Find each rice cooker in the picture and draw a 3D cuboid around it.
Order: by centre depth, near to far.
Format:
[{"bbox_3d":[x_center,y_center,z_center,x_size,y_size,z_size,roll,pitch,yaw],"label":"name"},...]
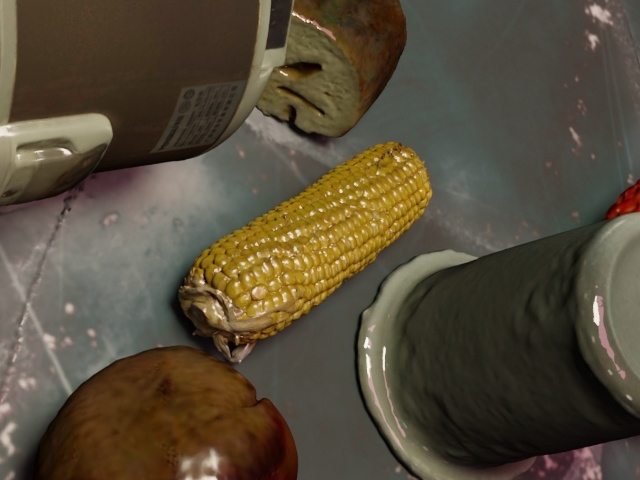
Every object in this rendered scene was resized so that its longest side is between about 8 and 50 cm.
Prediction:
[{"bbox_3d":[-0.224,-0.190,1.004,0.325,0.335,0.335,-12,83,-36],"label":"rice cooker"}]

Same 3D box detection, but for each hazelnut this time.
[{"bbox_3d":[-0.115,0.190,1.065,0.208,0.208,0.208,10,71,-31],"label":"hazelnut"}]

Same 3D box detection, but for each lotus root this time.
[{"bbox_3d":[-0.026,-0.204,1.267,0.235,0.138,0.119,35,50,-14],"label":"lotus root"}]

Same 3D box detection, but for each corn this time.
[{"bbox_3d":[0.000,0.000,1.232,0.293,0.106,0.106,-34,96,-34],"label":"corn"}]

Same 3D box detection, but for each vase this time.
[{"bbox_3d":[0.211,0.100,1.227,0.245,0.291,0.245,9,73,-32],"label":"vase"}]

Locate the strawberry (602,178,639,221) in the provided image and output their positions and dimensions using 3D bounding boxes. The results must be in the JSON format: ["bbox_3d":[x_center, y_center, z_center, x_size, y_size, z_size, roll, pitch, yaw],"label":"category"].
[{"bbox_3d":[0.397,0.060,1.413,0.288,0.250,0.238,-63,148,-6],"label":"strawberry"}]
